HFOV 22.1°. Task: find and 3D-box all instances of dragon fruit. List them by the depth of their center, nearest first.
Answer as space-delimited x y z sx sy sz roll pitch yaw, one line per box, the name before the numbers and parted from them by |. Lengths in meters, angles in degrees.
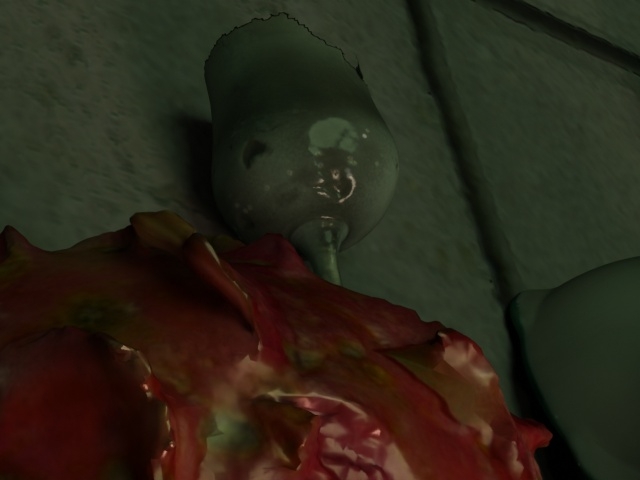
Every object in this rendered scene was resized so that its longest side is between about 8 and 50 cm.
dragon fruit | -0.019 0.109 0.423 0.268 0.210 0.205 29 78 -19

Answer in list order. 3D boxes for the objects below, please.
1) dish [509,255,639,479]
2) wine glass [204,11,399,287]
dish | 0.208 0.074 0.751 0.246 0.078 0.224 37 28 7
wine glass | 0.000 0.000 0.652 0.079 0.079 0.195 17 45 -35
